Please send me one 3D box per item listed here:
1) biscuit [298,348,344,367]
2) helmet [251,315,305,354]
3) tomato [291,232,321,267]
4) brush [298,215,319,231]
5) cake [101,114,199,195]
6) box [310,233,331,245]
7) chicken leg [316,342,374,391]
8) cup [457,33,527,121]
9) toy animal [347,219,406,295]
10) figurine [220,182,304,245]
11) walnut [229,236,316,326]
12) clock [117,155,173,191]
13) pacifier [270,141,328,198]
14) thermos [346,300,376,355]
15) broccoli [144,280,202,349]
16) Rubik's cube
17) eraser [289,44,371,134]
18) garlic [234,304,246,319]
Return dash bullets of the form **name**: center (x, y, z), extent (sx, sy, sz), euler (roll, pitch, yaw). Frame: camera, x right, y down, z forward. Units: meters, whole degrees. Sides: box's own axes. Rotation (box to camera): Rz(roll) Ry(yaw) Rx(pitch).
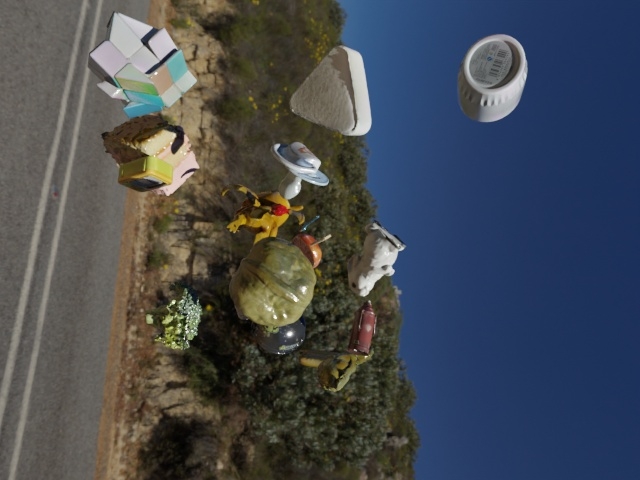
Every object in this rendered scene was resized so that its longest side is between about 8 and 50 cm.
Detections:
- **biscuit**: center (0.035, 0.644, 2.206), extent (0.237, 0.290, 0.062), euler (38, 59, -83)
- **helmet**: center (-0.161, 0.374, 1.838), extent (0.160, 0.279, 0.230), euler (-55, -131, 37)
- **tomato**: center (-0.076, 0.055, 2.519), extent (0.237, 0.095, 0.237), euler (38, -37, 35)
- **brush**: center (-0.060, -0.093, 2.163), extent (0.164, 0.014, 0.051), euler (-32, -147, 40)
- **cake**: center (-0.796, -0.418, 1.963), extent (0.293, 0.314, 0.307), euler (-51, 145, -32)
- **box**: center (0.000, 0.000, 1.666), extent (0.083, 0.046, 0.012), euler (-24, -87, 38)
- **chicken leg**: center (0.133, 0.605, 1.997), extent (0.201, 0.429, 0.153), euler (-46, -111, 35)
- **cup**: center (0.649, -0.615, 1.559), extent (0.371, 0.253, 0.253), euler (-8, 103, -69)
- **toy animal**: center (0.258, 0.105, 2.091), extent (0.258, 0.194, 0.357), euler (48, -69, 25)
- **figurine**: center (-0.254, -0.127, 1.990), extent (0.387, 0.401, 0.268), euler (-59, 161, -64)
- **walnut**: center (-0.156, 0.145, 1.399), extent (0.282, 0.277, 0.253), euler (-45, -157, 15)
- **clock**: center (-0.744, -0.279, 1.743), extent (0.143, 0.202, 0.096), euler (32, 51, -59)
- **pacifier**: center (-0.108, -0.257, 1.561), extent (0.279, 0.227, 0.207), euler (51, -56, 37)
- **thermos**: center (0.182, 0.366, 1.754), extent (0.124, 0.099, 0.232), euler (54, 45, -53)
- **broccoli**: center (-0.705, 0.385, 2.052), extent (0.324, 0.272, 0.334), euler (60, 2, -23)
- **Rubik's cube**: center (-0.737, -0.711, 1.668), extent (0.358, 0.368, 0.387), euler (-50, -148, -11)
- **eraser**: center (0.074, -0.548, 1.627), extent (0.150, 0.331, 0.331), euler (-20, 120, -58)
- **garlic**: center (-0.426, 0.374, 2.317), extent (0.147, 0.102, 0.159), euler (64, 0, -16)
